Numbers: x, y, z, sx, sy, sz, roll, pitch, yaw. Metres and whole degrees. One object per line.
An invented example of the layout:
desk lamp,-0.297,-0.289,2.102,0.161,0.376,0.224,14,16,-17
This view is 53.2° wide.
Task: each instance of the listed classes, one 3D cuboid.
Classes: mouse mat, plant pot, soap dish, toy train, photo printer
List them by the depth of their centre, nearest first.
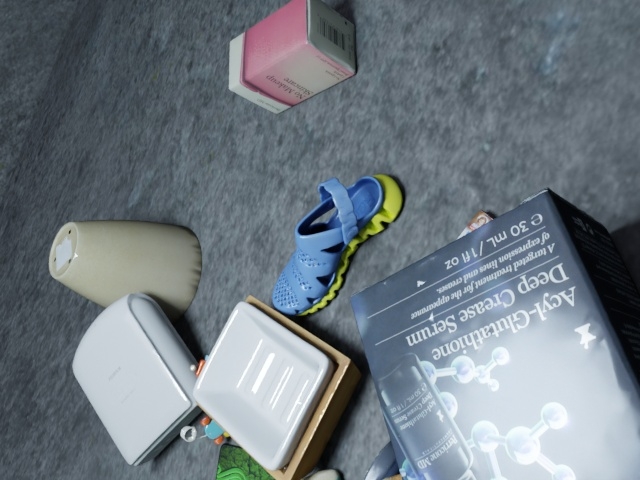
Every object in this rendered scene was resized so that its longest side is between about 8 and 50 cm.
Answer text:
soap dish,-0.079,0.254,1.121,0.291,0.118,0.228,25,88,45
mouse mat,-0.138,0.469,1.194,0.190,0.007,0.152,-7,71,43
toy train,-0.211,0.310,1.248,0.046,0.125,0.166,-178,104,-70
photo printer,-0.390,0.283,1.361,0.256,0.107,0.307,-45,72,23
plant pot,-0.460,0.056,1.462,0.257,0.274,0.256,-16,65,39

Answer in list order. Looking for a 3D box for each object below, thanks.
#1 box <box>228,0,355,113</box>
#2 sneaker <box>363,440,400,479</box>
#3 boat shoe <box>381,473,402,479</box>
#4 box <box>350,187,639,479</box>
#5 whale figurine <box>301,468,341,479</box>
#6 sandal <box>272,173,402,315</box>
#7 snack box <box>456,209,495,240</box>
box,-0.060,-0.380,1.322,0.232,0.149,0.126,-18,64,40
sneaker,0.100,0.457,0.916,0.131,0.112,0.318,14,88,29
boat shoe,0.134,0.455,0.825,0.104,0.113,0.302,-8,75,9
box,0.251,0.194,0.754,0.294,0.212,0.395,-33,60,31
whale figurine,-0.044,0.468,0.969,0.216,0.272,0.141,-34,91,30
sandal,0.000,0.000,1.138,0.317,0.138,0.126,-56,48,16
snack box,0.278,0.028,0.938,0.064,0.022,0.178,-56,46,16
